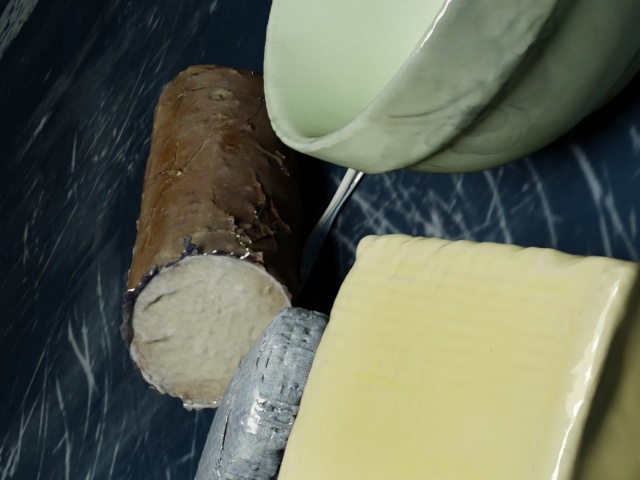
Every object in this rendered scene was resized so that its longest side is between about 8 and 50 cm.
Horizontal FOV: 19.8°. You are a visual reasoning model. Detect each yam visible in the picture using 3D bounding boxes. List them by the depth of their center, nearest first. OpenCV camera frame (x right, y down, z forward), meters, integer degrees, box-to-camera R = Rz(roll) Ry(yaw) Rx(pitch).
[{"bbox_3d":[-0.070,-0.016,1.300,0.131,0.131,0.280,-54,20,31],"label":"yam"}]

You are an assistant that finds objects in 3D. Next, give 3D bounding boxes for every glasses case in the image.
[{"bbox_3d":[-0.043,0.146,1.130,0.282,0.067,0.109,111,178,-51],"label":"glasses case"}]

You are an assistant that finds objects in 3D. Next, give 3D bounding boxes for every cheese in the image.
[{"bbox_3d":[0.085,0.123,0.905,0.265,0.124,0.242,7,74,66],"label":"cheese"}]

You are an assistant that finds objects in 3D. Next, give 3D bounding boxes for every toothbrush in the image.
[{"bbox_3d":[0.000,0.000,1.299,0.017,0.014,0.162,48,116,42],"label":"toothbrush"}]

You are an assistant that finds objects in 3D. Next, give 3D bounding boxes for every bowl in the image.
[{"bbox_3d":[0.100,-0.172,1.046,0.307,0.163,0.307,-45,35,44],"label":"bowl"}]
